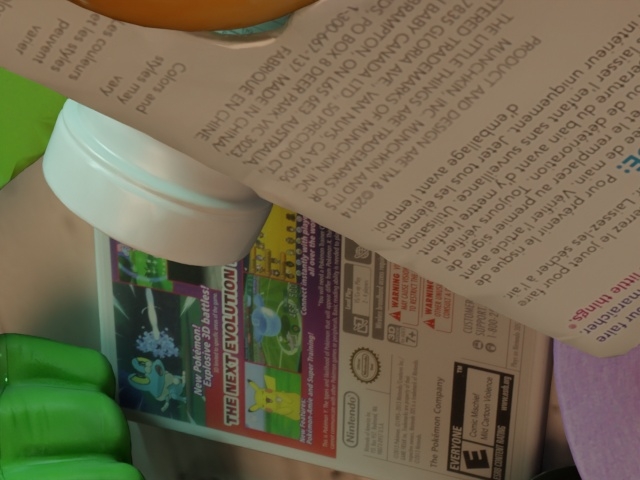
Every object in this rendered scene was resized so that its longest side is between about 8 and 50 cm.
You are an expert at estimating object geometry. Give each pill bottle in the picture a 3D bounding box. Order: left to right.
[{"bbox_3d":[-0.018,-0.088,0.485,0.103,0.103,0.184,29,112,6],"label":"pill bottle"}]

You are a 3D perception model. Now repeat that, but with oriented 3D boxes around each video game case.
[{"bbox_3d":[0.000,0.000,0.597,0.183,0.023,0.201,11,122,17],"label":"video game case"}]

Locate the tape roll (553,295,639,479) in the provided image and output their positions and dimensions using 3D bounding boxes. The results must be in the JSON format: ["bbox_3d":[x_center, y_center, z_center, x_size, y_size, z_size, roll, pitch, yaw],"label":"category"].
[{"bbox_3d":[0.214,0.028,0.481,0.275,0.090,0.274,10,121,17],"label":"tape roll"}]

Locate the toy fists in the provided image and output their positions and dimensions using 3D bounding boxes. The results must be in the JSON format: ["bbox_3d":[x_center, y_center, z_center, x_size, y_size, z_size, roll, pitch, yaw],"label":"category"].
[{"bbox_3d":[-0.094,0.174,0.613,0.142,0.096,0.279,134,127,-65],"label":"toy fists"}]

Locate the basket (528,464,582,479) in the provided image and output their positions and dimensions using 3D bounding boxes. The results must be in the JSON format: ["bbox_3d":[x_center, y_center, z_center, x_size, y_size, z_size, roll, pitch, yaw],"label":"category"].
[{"bbox_3d":[0.078,0.209,0.608,0.204,0.154,0.227,24,121,0],"label":"basket"}]

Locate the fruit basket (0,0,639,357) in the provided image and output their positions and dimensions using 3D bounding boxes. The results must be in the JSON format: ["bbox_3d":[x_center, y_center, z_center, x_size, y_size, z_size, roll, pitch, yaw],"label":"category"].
[{"bbox_3d":[0.039,-0.129,0.322,0.353,0.165,0.327,22,134,-28],"label":"fruit basket"}]

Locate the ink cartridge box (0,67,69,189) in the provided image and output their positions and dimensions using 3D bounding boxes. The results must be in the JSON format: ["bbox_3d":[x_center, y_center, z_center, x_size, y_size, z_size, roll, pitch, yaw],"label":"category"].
[{"bbox_3d":[-0.194,-0.057,0.554,0.255,0.097,0.189,-34,108,31],"label":"ink cartridge box"}]
